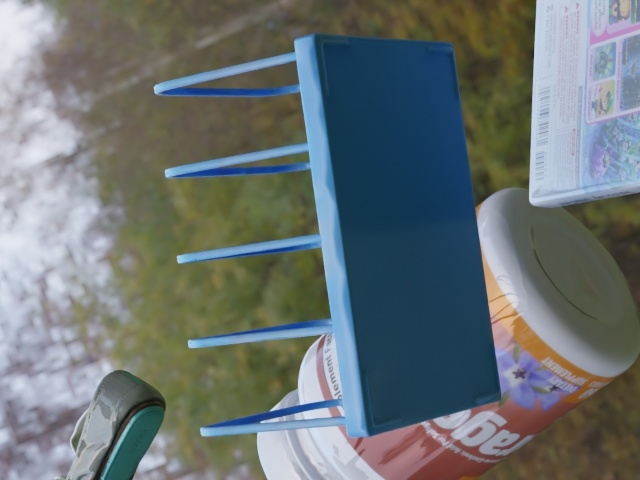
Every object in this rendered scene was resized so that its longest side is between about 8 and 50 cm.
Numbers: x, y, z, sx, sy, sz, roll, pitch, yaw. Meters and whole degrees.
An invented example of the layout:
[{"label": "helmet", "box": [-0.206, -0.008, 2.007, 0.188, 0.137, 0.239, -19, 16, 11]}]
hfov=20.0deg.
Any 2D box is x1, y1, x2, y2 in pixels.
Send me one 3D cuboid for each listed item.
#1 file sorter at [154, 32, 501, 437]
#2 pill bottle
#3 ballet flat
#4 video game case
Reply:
[{"label": "file sorter", "box": [0.000, 0.000, 0.832, 0.118, 0.104, 0.170, -6, -92, -56]}, {"label": "pill bottle", "box": [0.067, 0.077, 1.031, 0.121, 0.216, 0.121, 33, -147, -25]}, {"label": "ballet flat", "box": [-0.201, 0.209, 1.591, 0.068, 0.213, 0.072, 36, -162, 32]}, {"label": "video game case", "box": [0.142, -0.099, 0.849, 0.143, 0.019, 0.157, 169, 105, -66]}]
